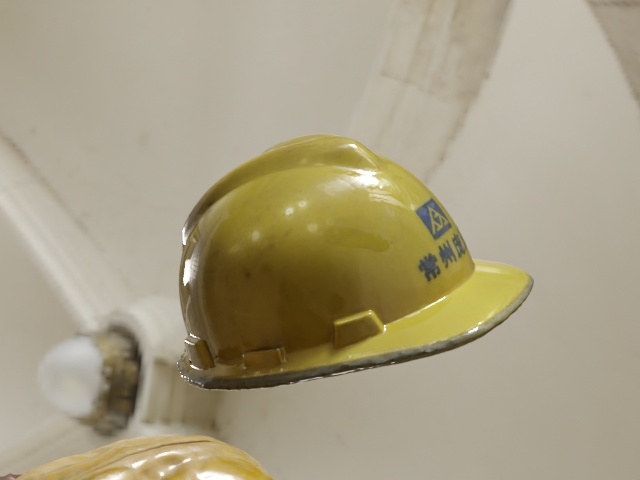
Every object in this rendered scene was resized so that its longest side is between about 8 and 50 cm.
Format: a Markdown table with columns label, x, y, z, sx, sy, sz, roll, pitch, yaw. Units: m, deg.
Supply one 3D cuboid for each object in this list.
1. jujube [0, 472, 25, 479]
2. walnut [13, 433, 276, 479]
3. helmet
| label | x | y | z | sx | sy | sz | roll | pitch | yaw |
| --- | --- | --- | --- | --- | --- | --- | --- | --- | --- |
| jujube | -0.213 | 0.289 | 1.137 | 0.376 | 0.258 | 0.258 | -40 | -129 | 52 |
| walnut | -0.096 | 0.183 | 0.861 | 0.165 | 0.197 | 0.165 | 18 | -62 | 39 |
| helmet | 0.000 | 0.000 | 1.096 | 0.257 | 0.205 | 0.140 | -11 | -75 | 33 |
